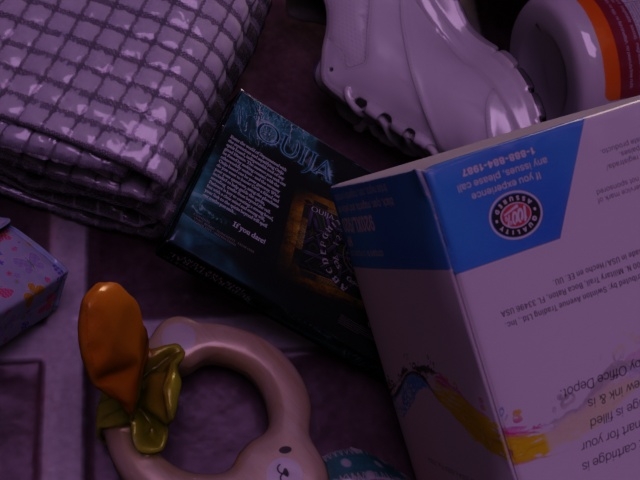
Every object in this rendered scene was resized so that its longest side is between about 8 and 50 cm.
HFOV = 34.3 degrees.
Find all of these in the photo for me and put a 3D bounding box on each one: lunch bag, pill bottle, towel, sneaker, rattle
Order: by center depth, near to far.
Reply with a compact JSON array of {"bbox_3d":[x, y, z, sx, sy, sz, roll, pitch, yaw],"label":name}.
[{"bbox_3d":[-0.033,0.101,0.593,0.200,0.142,0.130,31,44,16],"label":"rattle"},{"bbox_3d":[-0.214,0.021,0.648,0.083,0.053,0.071,36,40,15],"label":"lunch bag"},{"bbox_3d":[-0.193,-0.147,0.716,0.284,0.121,0.235,18,65,4],"label":"towel"},{"bbox_3d":[0.073,-0.107,0.751,0.129,0.111,0.297,-27,65,-1],"label":"sneaker"},{"bbox_3d":[0.263,-0.137,0.764,0.221,0.121,0.121,-11,64,-14],"label":"pill bottle"}]

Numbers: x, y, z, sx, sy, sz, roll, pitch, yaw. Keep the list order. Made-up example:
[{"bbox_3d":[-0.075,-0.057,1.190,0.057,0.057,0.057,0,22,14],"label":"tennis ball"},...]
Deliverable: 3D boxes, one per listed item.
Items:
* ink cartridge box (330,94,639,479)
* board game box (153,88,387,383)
[{"bbox_3d":[0.134,0.053,0.572,0.171,0.168,0.232,-18,94,-15],"label":"ink cartridge box"},{"bbox_3d":[0.000,0.000,0.672,0.186,0.026,0.126,31,58,-16],"label":"board game box"}]
